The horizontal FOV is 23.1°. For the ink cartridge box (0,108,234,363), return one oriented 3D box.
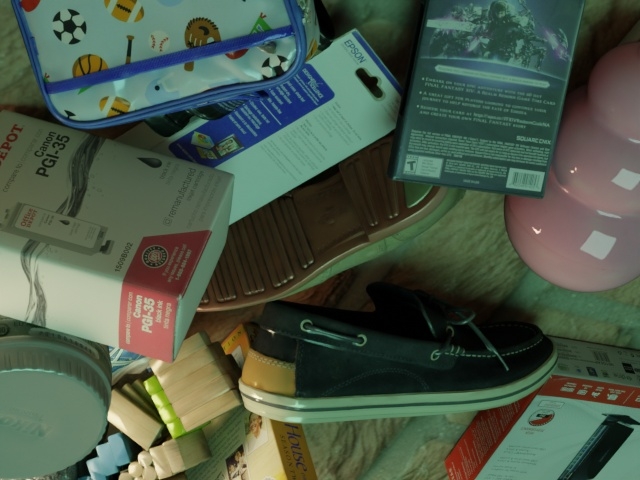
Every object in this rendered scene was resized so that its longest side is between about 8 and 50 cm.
[{"bbox_3d":[-0.260,-0.007,1.723,0.283,0.207,0.117,16,137,4],"label":"ink cartridge box"}]

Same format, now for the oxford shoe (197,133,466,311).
[{"bbox_3d":[0.000,0.000,1.929,0.397,0.140,0.146,-21,161,21],"label":"oxford shoe"}]

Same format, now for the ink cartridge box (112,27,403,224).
[{"bbox_3d":[-0.064,-0.131,1.827,0.333,0.065,0.165,-28,133,15],"label":"ink cartridge box"}]

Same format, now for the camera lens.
[{"bbox_3d":[-0.360,0.113,1.837,0.219,0.274,0.219,-8,135,-8],"label":"camera lens"}]

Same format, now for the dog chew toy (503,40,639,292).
[{"bbox_3d":[0.348,-0.096,1.874,0.207,0.206,0.332,3,132,-18],"label":"dog chew toy"}]

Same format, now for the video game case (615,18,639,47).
[{"bbox_3d":[0.465,-0.244,1.890,0.183,0.023,0.201,17,127,-30],"label":"video game case"}]

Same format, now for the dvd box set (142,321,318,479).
[{"bbox_3d":[-0.121,0.360,2.045,0.062,0.420,0.307,19,125,-35],"label":"dvd box set"}]

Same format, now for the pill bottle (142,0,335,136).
[{"bbox_3d":[-0.104,-0.207,1.698,0.219,0.123,0.123,-32,134,16],"label":"pill bottle"}]

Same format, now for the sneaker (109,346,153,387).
[{"bbox_3d":[-0.287,0.146,2.042,0.211,0.080,0.081,-28,129,-1],"label":"sneaker"}]

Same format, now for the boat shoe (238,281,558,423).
[{"bbox_3d":[0.120,0.135,2.044,0.500,0.187,0.156,-1,99,-35],"label":"boat shoe"}]

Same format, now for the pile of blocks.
[{"bbox_3d":[-0.216,0.271,2.047,0.362,0.149,0.112,-56,164,13],"label":"pile of blocks"}]

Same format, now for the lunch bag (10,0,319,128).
[{"bbox_3d":[-0.152,-0.240,1.577,0.303,0.115,0.243,-11,104,14],"label":"lunch bag"}]

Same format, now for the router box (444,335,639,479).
[{"bbox_3d":[0.404,0.290,2.362,0.335,0.082,0.301,10,131,-24],"label":"router box"}]

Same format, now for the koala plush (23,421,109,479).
[{"bbox_3d":[-0.412,0.316,2.107,0.221,0.203,0.196,7,121,15],"label":"koala plush"}]

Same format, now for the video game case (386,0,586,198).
[{"bbox_3d":[0.192,-0.192,1.773,0.196,0.026,0.274,6,101,-21],"label":"video game case"}]
